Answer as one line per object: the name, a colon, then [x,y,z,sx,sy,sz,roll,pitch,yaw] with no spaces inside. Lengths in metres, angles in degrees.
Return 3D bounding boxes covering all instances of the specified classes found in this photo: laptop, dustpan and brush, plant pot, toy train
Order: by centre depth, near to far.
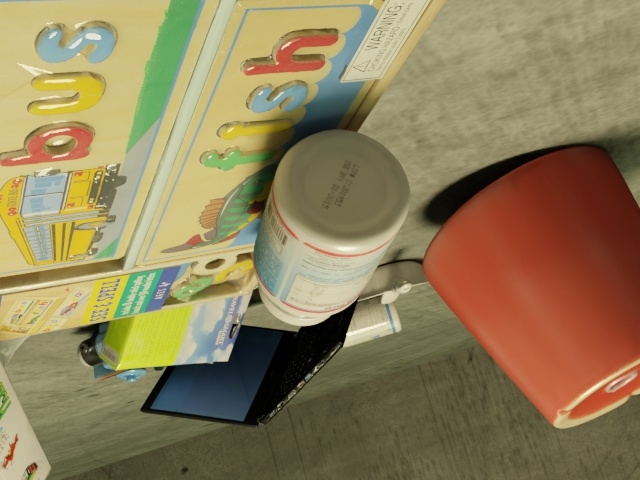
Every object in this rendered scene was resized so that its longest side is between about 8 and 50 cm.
plant pot: [0.291,0.067,1.070,0.275,0.243,0.275,-22,153,-12]
toy train: [-0.237,0.131,1.206,0.184,0.080,0.105,-21,156,26]
laptop: [-0.078,0.121,1.213,0.264,0.137,0.234,-48,-172,27]
dustpan and brush: [0.105,0.066,1.347,0.147,0.060,0.211,-14,165,-7]

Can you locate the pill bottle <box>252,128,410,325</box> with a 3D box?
pill bottle: [0.000,0.000,0.632,0.087,0.087,0.160,-11,157,-18]

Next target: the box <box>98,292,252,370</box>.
box: [-0.168,0.095,1.091,0.178,0.042,0.109,4,110,-52]

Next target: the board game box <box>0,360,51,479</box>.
board game box: [-0.321,0.101,0.678,0.193,0.053,0.305,20,146,8]

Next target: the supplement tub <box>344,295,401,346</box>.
supplement tub: [0.079,0.135,1.558,0.107,0.071,0.071,-17,165,3]

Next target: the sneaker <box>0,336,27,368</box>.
sneaker: [-0.284,0.039,0.800,0.258,0.091,0.094,-45,140,20]

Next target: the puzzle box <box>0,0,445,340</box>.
puzzle box: [-0.118,-0.049,0.598,0.272,0.052,0.409,-9,155,-26]

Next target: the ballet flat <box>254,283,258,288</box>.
ballet flat: [-0.050,0.027,1.106,0.114,0.041,0.041,-19,165,13]
